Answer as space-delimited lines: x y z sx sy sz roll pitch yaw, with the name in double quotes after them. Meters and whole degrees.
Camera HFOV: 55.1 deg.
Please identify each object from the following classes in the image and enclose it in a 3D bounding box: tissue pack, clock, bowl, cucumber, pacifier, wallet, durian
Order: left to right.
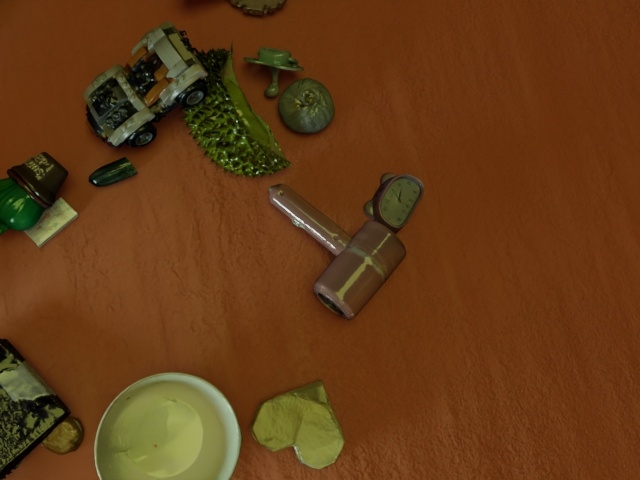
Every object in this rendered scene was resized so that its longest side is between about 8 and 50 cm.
-0.662 0.354 1.198 0.221 0.071 0.262 44 74 10 "wallet"
-0.590 -0.040 1.342 0.108 0.023 0.056 -43 88 -17 "tissue pack"
-0.470 -0.151 1.379 0.105 0.048 0.048 -26 84 -16 "cucumber"
-0.303 0.407 1.241 0.277 0.145 0.276 3 76 -13 "bowl"
-0.216 -0.294 1.450 0.169 0.158 0.351 -24 82 -50 "durian"
-0.114 -0.409 1.496 0.151 0.127 0.116 11 112 7 "pacifier"
0.181 -0.100 1.501 0.110 0.050 0.152 32 73 -3 "clock"

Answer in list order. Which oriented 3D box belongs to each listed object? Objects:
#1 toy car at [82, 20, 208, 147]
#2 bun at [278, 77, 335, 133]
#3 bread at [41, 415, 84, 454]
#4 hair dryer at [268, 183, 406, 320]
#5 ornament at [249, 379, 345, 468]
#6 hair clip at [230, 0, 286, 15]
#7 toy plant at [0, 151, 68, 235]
-0.393 -0.334 1.362 0.301 0.118 0.193 -35 77 7 "toy car"
-0.032 -0.329 1.491 0.141 0.083 0.140 2 80 -12 "bun"
-0.527 0.395 1.249 0.083 0.046 0.080 -9 85 -15 "bread"
0.000 0.000 1.422 0.352 0.125 0.210 39 74 9 "hair dryer"
-0.037 0.389 1.347 0.201 0.059 0.180 25 71 -3 "ornament"
-0.221 -0.632 1.524 0.301 0.069 0.172 -17 83 -25 "hair clip"
-0.635 -0.099 1.304 0.143 0.105 0.200 37 77 25 "toy plant"
